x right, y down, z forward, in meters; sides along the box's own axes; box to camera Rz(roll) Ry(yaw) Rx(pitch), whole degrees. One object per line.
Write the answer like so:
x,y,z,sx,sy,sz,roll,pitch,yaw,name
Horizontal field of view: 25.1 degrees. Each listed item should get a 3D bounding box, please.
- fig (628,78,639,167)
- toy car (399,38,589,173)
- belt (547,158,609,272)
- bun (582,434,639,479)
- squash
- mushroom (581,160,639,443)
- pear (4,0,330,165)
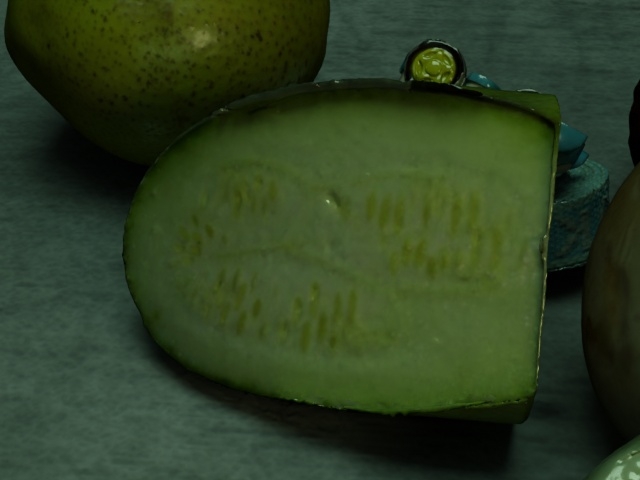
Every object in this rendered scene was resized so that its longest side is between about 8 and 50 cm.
0.359,-0.109,1.270,0.217,0.217,0.321,-3,6,-3,fig
0.122,-0.079,1.136,0.161,0.098,0.126,30,-1,13,toy car
0.155,-0.019,1.185,0.163,0.082,0.147,8,24,27,belt
0.230,0.198,0.814,0.195,0.118,0.195,-5,66,11,bun
0.000,0.000,1.034,0.309,0.233,0.210,6,-2,2,squash
0.337,0.048,0.977,0.290,0.292,0.292,21,20,-34,mushroom
-0.134,-0.205,1.312,0.294,0.294,0.294,-1,34,1,pear
